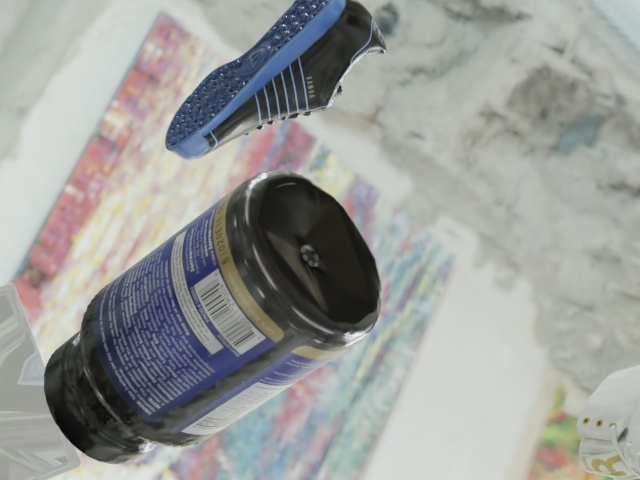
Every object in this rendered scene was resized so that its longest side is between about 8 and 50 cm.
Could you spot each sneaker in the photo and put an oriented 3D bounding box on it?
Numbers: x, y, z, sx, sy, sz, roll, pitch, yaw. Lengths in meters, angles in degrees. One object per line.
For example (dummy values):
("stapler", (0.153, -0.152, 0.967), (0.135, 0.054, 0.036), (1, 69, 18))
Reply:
("sneaker", (0.313, 0.213, 1.497), (0.169, 0.292, 0.108), (-22, -63, 33))
("sneaker", (-0.041, -0.142, 1.559), (0.232, 0.081, 0.090), (-39, -57, 18))

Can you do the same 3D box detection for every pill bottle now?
("pill bottle", (-0.076, 0.058, 1.055), (0.123, 0.123, 0.219), (38, -53, -26))

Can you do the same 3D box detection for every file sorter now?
("file sorter", (-0.406, 0.184, 1.667), (0.173, 0.277, 0.193), (154, -85, -81))
